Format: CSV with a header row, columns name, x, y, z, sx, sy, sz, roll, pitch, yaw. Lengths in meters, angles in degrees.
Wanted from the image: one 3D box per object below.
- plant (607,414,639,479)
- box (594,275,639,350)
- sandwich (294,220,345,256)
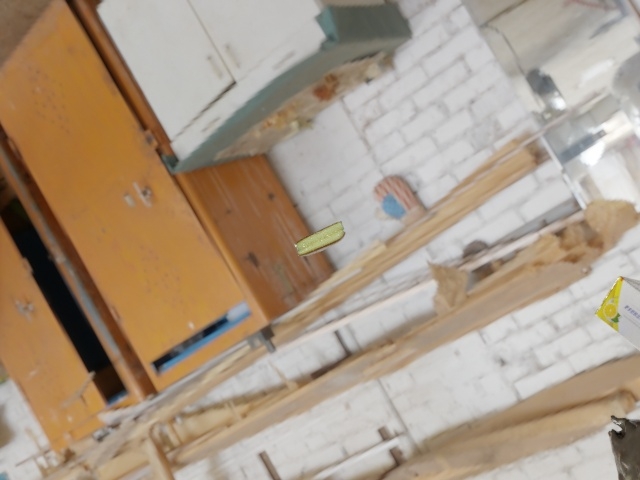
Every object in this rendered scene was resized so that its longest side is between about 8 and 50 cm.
name,x,y,z,sx,sy,sz,roll,pitch,yaw
plant,0.406,0.220,0.890,0.188,0.276,0.199,13,169,-11
box,0.688,0.187,1.730,0.168,0.265,0.097,12,114,-42
sandwich,0.000,0.000,1.393,0.083,0.031,0.044,-23,174,-1
